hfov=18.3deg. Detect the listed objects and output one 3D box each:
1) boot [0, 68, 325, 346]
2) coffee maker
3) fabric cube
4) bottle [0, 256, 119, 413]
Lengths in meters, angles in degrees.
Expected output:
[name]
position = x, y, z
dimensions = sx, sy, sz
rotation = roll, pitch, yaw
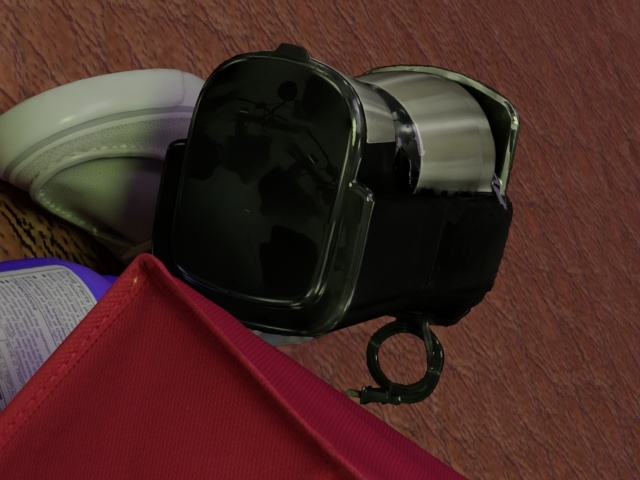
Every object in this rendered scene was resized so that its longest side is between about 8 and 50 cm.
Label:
[boot]
position = -0.060, -0.005, 0.993
dimensions = 0.258, 0.095, 0.123
rotation = 6, 58, -61
[coffee maker]
position = 0.014, -0.001, 0.928
dimensions = 0.178, 0.120, 0.171
rotation = -7, 86, -62
[fabric cube]
position = -0.003, 0.210, 0.667
dimensions = 0.258, 0.254, 0.259
rotation = 40, 2, -44
[bottle]
position = -0.122, 0.066, 0.822
dimensions = 0.283, 0.092, 0.118
rotation = -10, 83, -67
